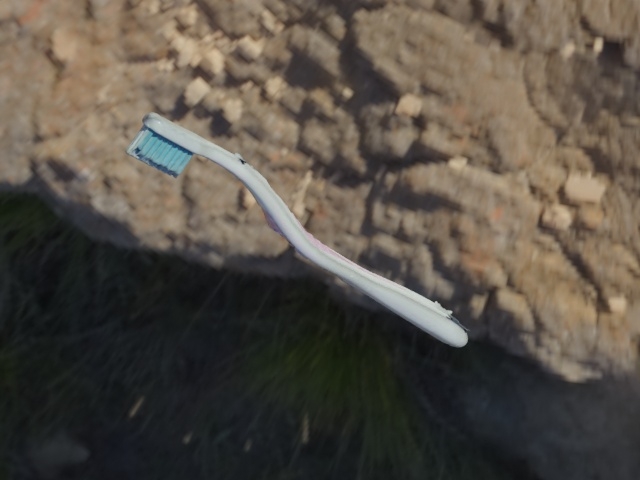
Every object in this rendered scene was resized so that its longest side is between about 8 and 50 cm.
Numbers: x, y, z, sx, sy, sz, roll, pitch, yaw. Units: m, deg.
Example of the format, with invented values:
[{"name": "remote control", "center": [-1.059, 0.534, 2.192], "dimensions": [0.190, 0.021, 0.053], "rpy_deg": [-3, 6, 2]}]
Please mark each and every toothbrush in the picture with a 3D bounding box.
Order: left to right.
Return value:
[{"name": "toothbrush", "center": [0.000, 0.000, 0.673], "dimensions": [0.022, 0.017, 0.204], "rpy_deg": [-49, 133, 9]}]
